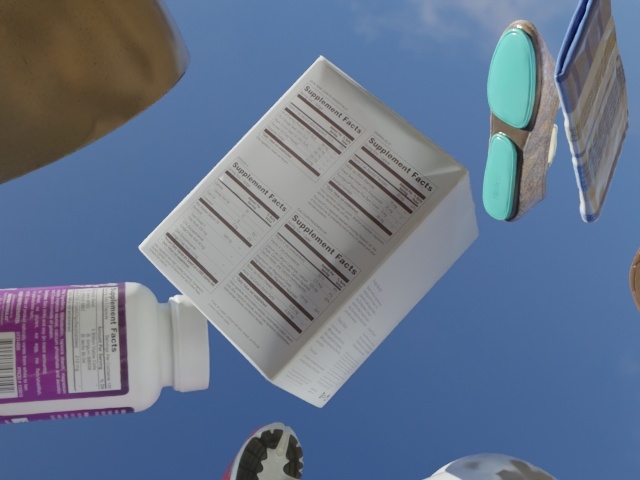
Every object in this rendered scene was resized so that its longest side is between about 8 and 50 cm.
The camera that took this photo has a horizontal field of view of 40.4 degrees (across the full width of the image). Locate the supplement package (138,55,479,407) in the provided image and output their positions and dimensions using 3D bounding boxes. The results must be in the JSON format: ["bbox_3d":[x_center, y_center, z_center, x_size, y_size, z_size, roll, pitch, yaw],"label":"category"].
[{"bbox_3d":[0.000,0.000,0.898,0.198,0.263,0.199,42,176,21],"label":"supplement package"}]

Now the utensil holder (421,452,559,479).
[{"bbox_3d":[0.052,0.401,0.776,0.385,0.328,0.328,-9,-116,-32],"label":"utensil holder"}]

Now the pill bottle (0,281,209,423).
[{"bbox_3d":[-0.297,0.140,1.114,0.301,0.169,0.169,-2,-124,-13],"label":"pill bottle"}]

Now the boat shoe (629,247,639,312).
[{"bbox_3d":[0.316,-0.027,0.611,0.095,0.257,0.095,-2,-121,-13],"label":"boat shoe"}]

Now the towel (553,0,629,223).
[{"bbox_3d":[0.362,-0.183,1.159,0.209,0.034,0.285,-64,-36,-28],"label":"towel"}]

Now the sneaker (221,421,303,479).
[{"bbox_3d":[-0.100,0.359,1.080,0.107,0.118,0.279,29,-100,-8],"label":"sneaker"}]

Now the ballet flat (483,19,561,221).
[{"bbox_3d":[0.294,-0.172,1.233,0.106,0.316,0.107,-21,-135,-24],"label":"ballet flat"}]

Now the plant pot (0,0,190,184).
[{"bbox_3d":[-0.254,-0.168,0.593,0.284,0.284,0.191,-58,-42,-50],"label":"plant pot"}]
